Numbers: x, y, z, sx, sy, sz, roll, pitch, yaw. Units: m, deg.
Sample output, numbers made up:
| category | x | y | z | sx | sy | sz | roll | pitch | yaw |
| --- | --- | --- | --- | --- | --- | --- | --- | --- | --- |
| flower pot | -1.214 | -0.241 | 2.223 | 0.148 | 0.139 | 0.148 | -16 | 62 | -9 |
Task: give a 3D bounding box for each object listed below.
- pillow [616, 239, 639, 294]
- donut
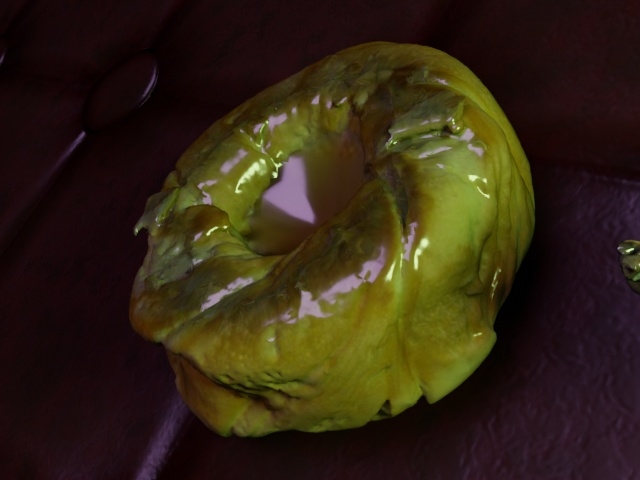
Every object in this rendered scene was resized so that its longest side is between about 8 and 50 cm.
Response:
| category | x | y | z | sx | sy | sz | roll | pitch | yaw |
| --- | --- | --- | --- | --- | --- | --- | --- | --- | --- |
| pillow | 0.355 | -0.019 | 0.419 | 0.312 | 0.119 | 0.310 | 10 | 23 | 43 |
| donut | 0.000 | 0.000 | 0.723 | 0.360 | 0.170 | 0.360 | -22 | 41 | 21 |
